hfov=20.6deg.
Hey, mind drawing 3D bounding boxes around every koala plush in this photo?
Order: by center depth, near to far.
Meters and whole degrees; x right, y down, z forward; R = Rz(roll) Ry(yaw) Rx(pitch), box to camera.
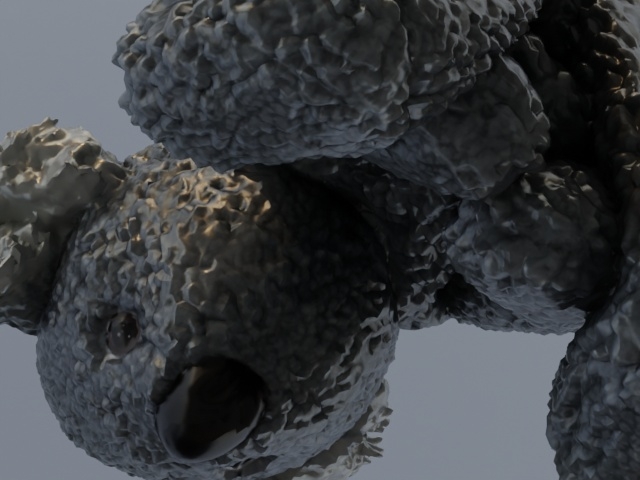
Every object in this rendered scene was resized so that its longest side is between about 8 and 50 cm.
[{"bbox_3d":[0.000,0.000,0.527,0.196,0.221,0.203,40,-151,-18],"label":"koala plush"}]
